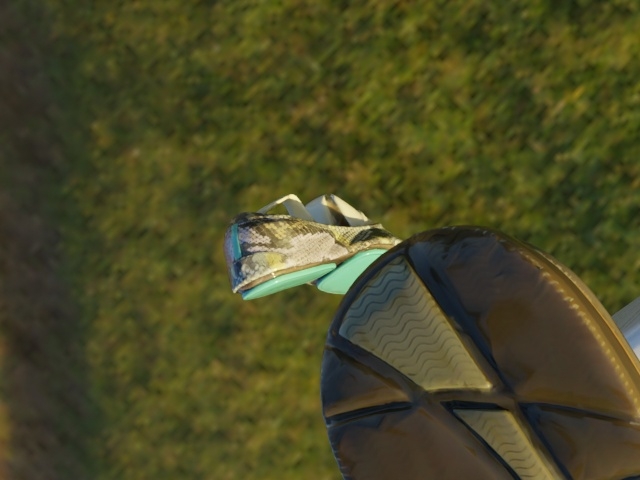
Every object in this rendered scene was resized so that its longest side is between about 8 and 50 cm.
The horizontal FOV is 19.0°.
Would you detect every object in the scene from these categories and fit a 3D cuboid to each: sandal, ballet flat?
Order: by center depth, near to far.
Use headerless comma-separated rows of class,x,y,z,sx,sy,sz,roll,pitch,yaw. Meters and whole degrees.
sandal,0.068,0.099,0.414,0.090,0.060,0.219,-30,80,18
ballet flat,0.000,0.000,0.749,0.041,0.114,0.041,0,91,32

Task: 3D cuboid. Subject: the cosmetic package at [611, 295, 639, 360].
cosmetic package,0.313,0.057,0.933,0.230,0.161,0.453,52,131,3
